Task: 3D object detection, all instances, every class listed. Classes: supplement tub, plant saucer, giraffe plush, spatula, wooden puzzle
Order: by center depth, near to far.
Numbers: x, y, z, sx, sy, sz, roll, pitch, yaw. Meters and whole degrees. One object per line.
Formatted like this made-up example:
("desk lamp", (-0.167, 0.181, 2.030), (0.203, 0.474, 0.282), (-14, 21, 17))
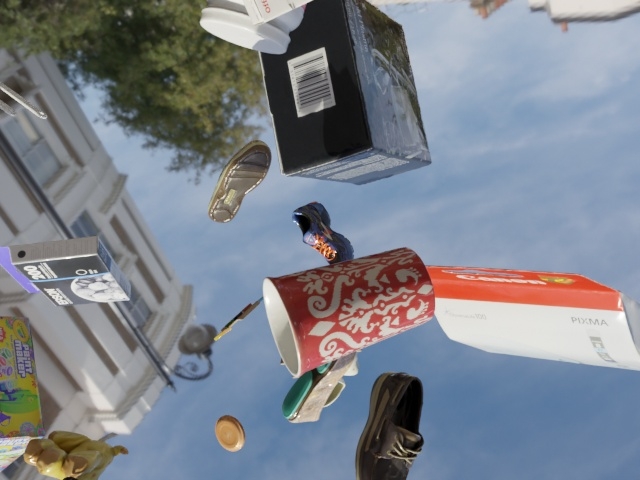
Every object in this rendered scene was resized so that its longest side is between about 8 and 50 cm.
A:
("spatula", (-0.582, -0.269, 1.115), (0.242, 0.019, 0.168), (34, -162, 9))
("supplement tub", (-0.104, -0.505, 1.242), (0.191, 0.191, 0.272), (20, -85, 47))
("wooden puzzle", (-0.156, 0.145, 1.293), (0.079, 0.014, 0.116), (-36, -176, 36))
("giraffe plush", (-0.527, 0.517, 1.446), (0.182, 0.210, 0.170), (11, -89, 34))
("plant saucer", (-0.206, 0.436, 1.518), (0.084, 0.083, 0.013), (1, -172, 32))

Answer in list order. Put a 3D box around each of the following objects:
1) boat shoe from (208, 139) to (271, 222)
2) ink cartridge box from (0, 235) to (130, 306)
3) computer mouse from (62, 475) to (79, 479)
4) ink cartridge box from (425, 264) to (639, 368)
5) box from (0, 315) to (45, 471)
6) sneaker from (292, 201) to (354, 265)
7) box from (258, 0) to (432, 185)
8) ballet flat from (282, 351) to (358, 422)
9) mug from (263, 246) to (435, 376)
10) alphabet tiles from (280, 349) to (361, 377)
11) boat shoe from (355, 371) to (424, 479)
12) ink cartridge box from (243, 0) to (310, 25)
("boat shoe", (-0.149, -0.116, 1.184), (0.190, 0.068, 0.072), (-47, -144, 35))
("ink cartridge box", (-0.490, 0.065, 1.267), (0.209, 0.206, 0.045), (-5, -118, 0))
("computer mouse", (-0.495, 0.612, 1.345), (0.272, 0.189, 0.072), (-55, -179, 25))
("ink cartridge box", (0.304, 0.117, 0.993), (0.308, 0.385, 0.091), (1, -103, 42))
("box", (-0.781, 0.358, 1.511), (0.279, 0.177, 0.289), (-38, -122, 30))
("sneaker", (0.000, 0.000, 1.639), (0.087, 0.083, 0.221), (-9, -129, -41))
("box", (0.079, -0.436, 2.006), (0.298, 0.479, 0.472), (-13, 175, 27))
("ballet flat", (0.022, 0.297, 1.535), (0.316, 0.106, 0.107), (-58, -152, 28))
("mug", (0.027, 0.064, 0.770), (0.170, 0.113, 0.150), (-16, -149, -16))
("alphabet tiles", (0.013, 0.273, 2.113), (0.285, 0.011, 0.342), (-15, -137, 27))
("boat shoe", (0.178, 0.491, 1.658), (0.130, 0.132, 0.355), (-28, -133, 53))
("ink cartridge box", (-0.062, -0.411, 1.054), (0.135, 0.099, 0.056), (-30, -159, -16))
